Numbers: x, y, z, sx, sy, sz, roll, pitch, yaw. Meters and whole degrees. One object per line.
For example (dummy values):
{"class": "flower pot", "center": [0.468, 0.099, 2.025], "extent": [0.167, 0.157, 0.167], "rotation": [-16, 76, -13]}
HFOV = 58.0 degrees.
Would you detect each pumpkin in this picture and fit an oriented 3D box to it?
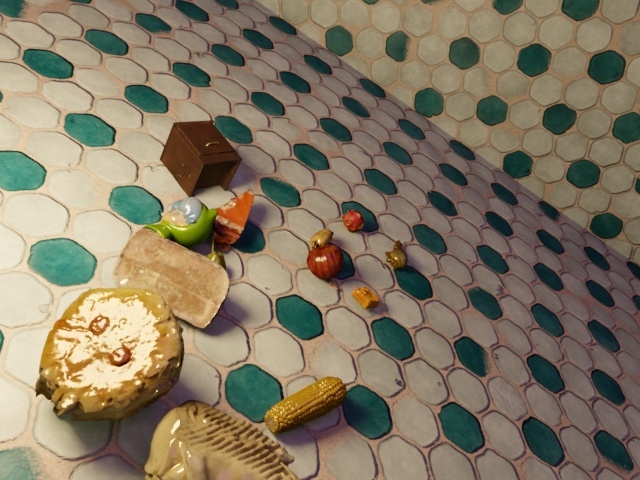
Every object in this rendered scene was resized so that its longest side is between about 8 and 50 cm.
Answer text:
{"class": "pumpkin", "center": [0.155, 0.200, 1.970], "extent": [0.074, 0.053, 0.083], "rotation": [6, 29, -47]}

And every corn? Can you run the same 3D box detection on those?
{"class": "corn", "center": [-0.034, 0.438, 1.542], "extent": [0.260, 0.091, 0.091], "rotation": [-17, 63, -41]}

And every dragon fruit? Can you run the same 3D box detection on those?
{"class": "dragon fruit", "center": [0.130, -0.072, 2.224], "extent": [0.086, 0.081, 0.116], "rotation": [55, 12, 31]}

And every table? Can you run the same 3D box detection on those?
{"class": "table", "center": [-0.405, -0.282, 1.963], "extent": [0.169, 0.172, 0.193], "rotation": [-16, 60, -46]}

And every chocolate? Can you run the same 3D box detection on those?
{"class": "chocolate", "center": [-0.404, 0.102, 1.581], "extent": [0.303, 0.185, 0.100], "rotation": [28, -4, -12]}

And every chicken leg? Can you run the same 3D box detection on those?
{"class": "chicken leg", "center": [0.295, 0.048, 2.235], "extent": [0.093, 0.070, 0.178], "rotation": [26, 31, -3]}

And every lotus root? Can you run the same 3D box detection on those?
{"class": "lotus root", "center": [0.000, 0.000, 2.050], "extent": [0.063, 0.072, 0.152], "rotation": [48, 31, 1]}

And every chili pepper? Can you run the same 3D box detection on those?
{"class": "chili pepper", "center": [-0.315, 0.087, 1.720], "extent": [0.072, 0.073, 0.203], "rotation": [29, 46, -38]}

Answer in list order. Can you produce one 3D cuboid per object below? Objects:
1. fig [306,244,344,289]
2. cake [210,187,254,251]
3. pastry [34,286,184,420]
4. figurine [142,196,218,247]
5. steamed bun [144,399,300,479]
{"class": "fig", "center": [0.027, 0.078, 1.959], "extent": [0.150, 0.128, 0.128], "rotation": [44, 28, -35]}
{"class": "cake", "center": [-0.299, -0.092, 1.900], "extent": [0.135, 0.098, 0.287], "rotation": [29, 38, -8]}
{"class": "pastry", "center": [-0.450, 0.251, 1.277], "extent": [0.330, 0.136, 0.329], "rotation": [2, 55, -2]}
{"class": "figurine", "center": [-0.431, -0.033, 1.702], "extent": [0.263, 0.162, 0.143], "rotation": [-33, 105, -35]}
{"class": "steamed bun", "center": [-0.217, 0.507, 1.213], "extent": [0.324, 0.219, 0.310], "rotation": [30, 0, -14]}
